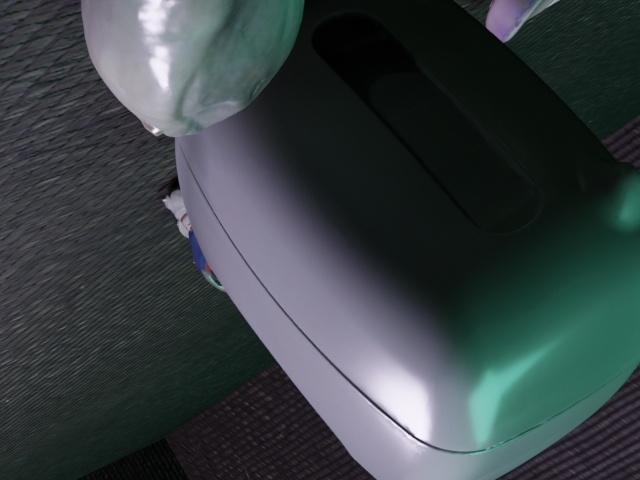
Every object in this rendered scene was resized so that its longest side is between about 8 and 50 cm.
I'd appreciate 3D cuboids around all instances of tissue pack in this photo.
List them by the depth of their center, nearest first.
[{"bbox_3d":[0.057,-0.017,0.798,0.229,0.333,0.236,-27,151,-24],"label":"tissue pack"}]

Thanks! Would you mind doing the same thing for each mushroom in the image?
[{"bbox_3d":[-0.059,-0.135,0.524,0.109,0.097,0.351,-33,168,-12],"label":"mushroom"}]

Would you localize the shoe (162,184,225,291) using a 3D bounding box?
[{"bbox_3d":[-0.070,-0.001,1.127,0.099,0.125,0.227,-34,170,-1],"label":"shoe"}]

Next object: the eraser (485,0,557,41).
[{"bbox_3d":[0.213,-0.243,0.957,0.204,0.059,0.243,-33,175,9],"label":"eraser"}]
